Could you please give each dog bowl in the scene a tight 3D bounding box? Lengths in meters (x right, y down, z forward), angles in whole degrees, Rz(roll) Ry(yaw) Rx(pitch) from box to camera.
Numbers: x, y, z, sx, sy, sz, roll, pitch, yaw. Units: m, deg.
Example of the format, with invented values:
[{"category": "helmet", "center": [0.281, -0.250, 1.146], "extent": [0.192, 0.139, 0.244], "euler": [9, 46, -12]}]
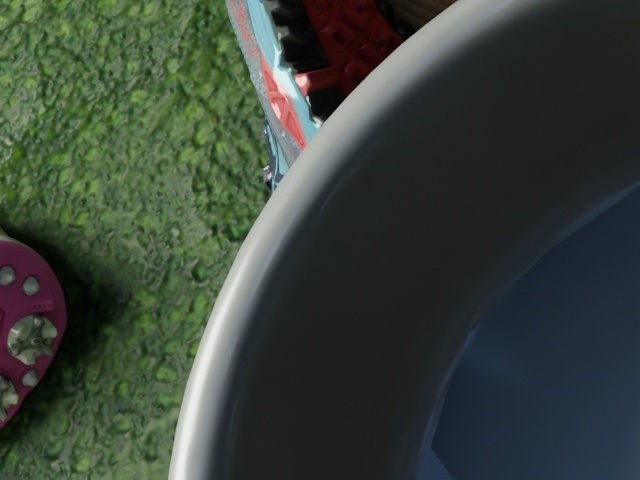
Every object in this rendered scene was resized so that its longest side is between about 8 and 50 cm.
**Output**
[{"category": "dog bowl", "center": [0.118, 0.068, 0.299], "extent": [0.349, 0.102, 0.348], "euler": [-9, 68, 23]}]

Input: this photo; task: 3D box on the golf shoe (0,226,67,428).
[{"category": "golf shoe", "center": [-0.266, 0.102, 0.676], "extent": [0.306, 0.115, 0.140], "euler": [-47, 47, -3]}]

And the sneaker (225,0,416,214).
[{"category": "sneaker", "center": [0.000, 0.000, 0.549], "extent": [0.125, 0.104, 0.261], "euler": [-29, 76, 33]}]

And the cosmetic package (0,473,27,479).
[{"category": "cosmetic package", "center": [-0.180, 0.195, 0.541], "extent": [0.151, 0.184, 0.151], "euler": [-37, 60, 11]}]

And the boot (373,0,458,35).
[{"category": "boot", "center": [-0.003, -0.227, 0.618], "extent": [0.295, 0.104, 0.211], "euler": [37, 116, 22]}]
